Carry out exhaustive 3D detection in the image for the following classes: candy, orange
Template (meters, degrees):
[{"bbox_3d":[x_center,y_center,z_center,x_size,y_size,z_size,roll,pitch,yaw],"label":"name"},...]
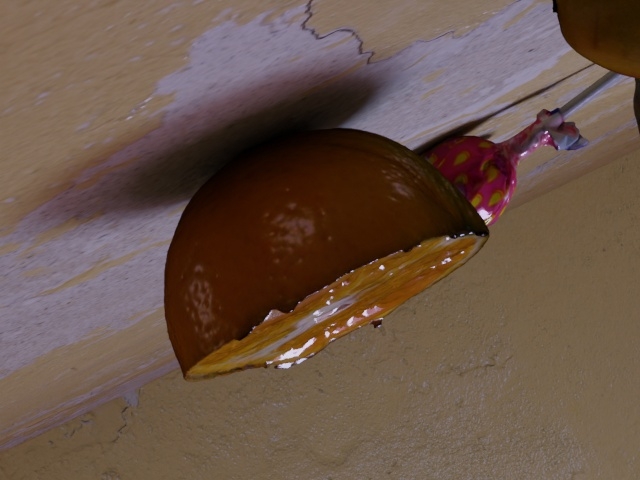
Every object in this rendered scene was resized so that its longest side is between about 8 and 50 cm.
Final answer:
[{"bbox_3d":[0.268,-0.138,1.575,0.365,0.124,0.124,-37,173,5],"label":"candy"},{"bbox_3d":[0.007,0.026,1.118,0.274,0.274,0.310,-29,139,30],"label":"orange"}]

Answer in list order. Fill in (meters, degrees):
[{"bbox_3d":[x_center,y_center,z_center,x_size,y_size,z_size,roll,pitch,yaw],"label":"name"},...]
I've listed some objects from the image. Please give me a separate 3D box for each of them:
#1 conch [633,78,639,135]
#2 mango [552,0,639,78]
[{"bbox_3d":[0.383,-0.122,0.969,0.352,0.210,0.297,-96,-150,-64],"label":"conch"},{"bbox_3d":[0.270,-0.191,0.853,0.253,0.138,0.113,-32,-173,25],"label":"mango"}]
